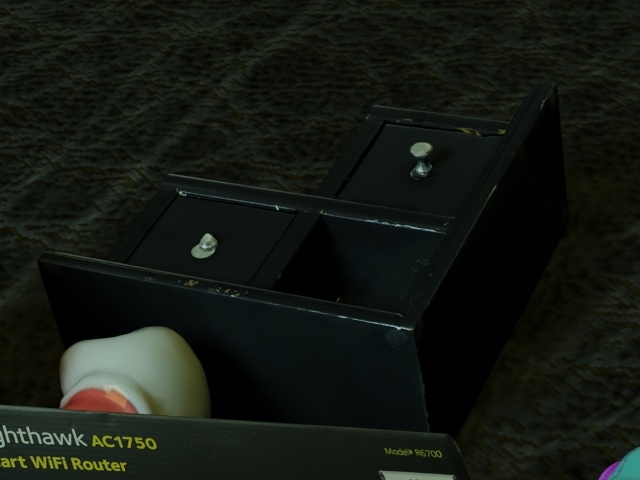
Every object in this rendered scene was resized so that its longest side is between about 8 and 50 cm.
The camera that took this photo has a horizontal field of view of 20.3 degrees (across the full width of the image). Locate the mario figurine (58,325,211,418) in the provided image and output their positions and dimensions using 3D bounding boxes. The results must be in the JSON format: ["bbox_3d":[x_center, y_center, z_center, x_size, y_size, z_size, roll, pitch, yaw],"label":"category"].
[{"bbox_3d":[-0.135,0.123,0.585,0.198,0.170,0.320,13,39,-31],"label":"mario figurine"}]

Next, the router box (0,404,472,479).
[{"bbox_3d":[-0.020,0.114,0.503,0.179,0.046,0.133,7,42,-34],"label":"router box"}]

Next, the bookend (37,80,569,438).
[{"bbox_3d":[0.000,0.000,0.712,0.156,0.072,0.157,10,42,25],"label":"bookend"}]

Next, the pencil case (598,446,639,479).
[{"bbox_3d":[0.040,0.101,0.382,0.151,0.064,0.070,-29,53,-24],"label":"pencil case"}]
